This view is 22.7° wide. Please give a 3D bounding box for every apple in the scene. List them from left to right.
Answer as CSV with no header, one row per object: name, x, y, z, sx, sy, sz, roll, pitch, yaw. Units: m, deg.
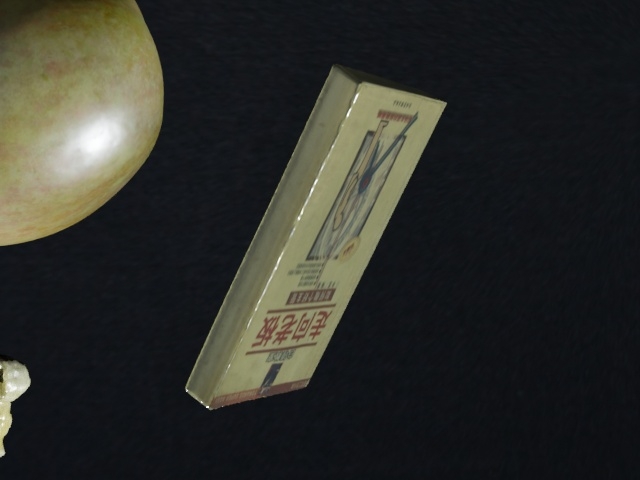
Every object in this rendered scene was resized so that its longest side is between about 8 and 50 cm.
apple,-0.261,-0.125,1.401,0.234,0.257,0.257,-8,-86,-18

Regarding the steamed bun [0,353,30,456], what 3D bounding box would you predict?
steamed bun,-0.335,0.126,1.193,0.192,0.177,0.106,10,-86,29

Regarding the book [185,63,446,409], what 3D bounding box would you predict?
book,0.000,0.000,1.058,0.026,0.161,0.231,30,-79,21
